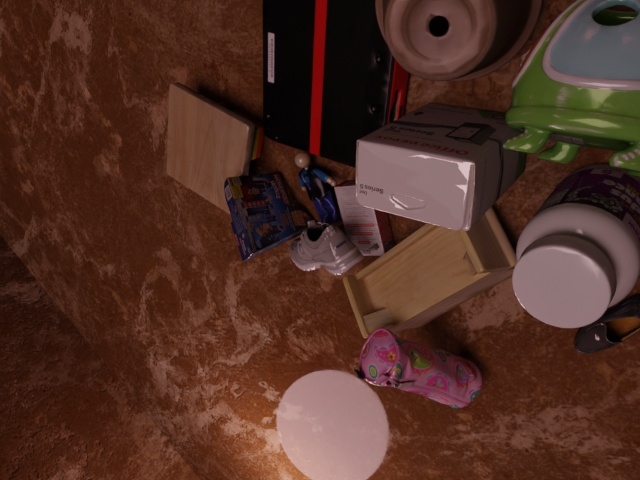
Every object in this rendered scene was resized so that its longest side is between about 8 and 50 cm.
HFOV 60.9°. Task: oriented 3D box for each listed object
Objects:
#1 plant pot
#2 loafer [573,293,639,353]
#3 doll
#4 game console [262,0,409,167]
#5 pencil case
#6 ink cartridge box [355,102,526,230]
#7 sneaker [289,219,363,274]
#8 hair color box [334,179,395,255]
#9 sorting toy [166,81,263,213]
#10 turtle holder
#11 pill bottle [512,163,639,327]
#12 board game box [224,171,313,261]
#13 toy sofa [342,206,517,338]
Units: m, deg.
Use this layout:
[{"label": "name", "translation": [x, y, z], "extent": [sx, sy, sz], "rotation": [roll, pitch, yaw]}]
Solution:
[{"label": "plant pot", "translation": [0.190, -0.345, 0.806], "extent": [0.263, 0.229, 0.263], "rotation": [11, 125, 16]}, {"label": "loafer", "translation": [0.523, 0.162, 0.986], "extent": [0.062, 0.061, 0.170], "rotation": [42, 133, 11]}, {"label": "doll", "translation": [-0.004, -0.118, 1.253], "extent": [0.129, 0.046, 0.189], "rotation": [-9, 109, 56]}, {"label": "game console", "translation": [0.020, -0.350, 1.110], "extent": [0.342, 0.060, 0.386], "rotation": [24, 127, 31]}, {"label": "pencil case", "translation": [0.214, 0.279, 1.159], "extent": [0.284, 0.124, 0.124], "rotation": [24, 145, -32]}, {"label": "ink cartridge box", "translation": [0.211, -0.138, 0.917], "extent": [0.198, 0.273, 0.114], "rotation": [17, 123, 30]}, {"label": "sneaker", "translation": [0.000, 0.000, 1.240], "extent": [0.281, 0.105, 0.115], "rotation": [1, 121, 63]}, {"label": "hair color box", "translation": [0.099, -0.051, 1.208], "extent": [0.093, 0.053, 0.167], "rotation": [0, 113, 39]}, {"label": "sorting toy", "translation": [-0.262, -0.234, 1.365], "extent": [0.255, 0.089, 0.257], "rotation": [31, 130, 21]}, {"label": "turtle holder", "translation": [0.420, -0.207, 0.731], "extent": [0.320, 0.243, 0.227], "rotation": [26, 108, 56]}, {"label": "pill bottle", "translation": [0.401, 0.004, 0.826], "extent": [0.169, 0.301, 0.169], "rotation": [19, 124, 30]}, {"label": "board game box", "translation": [-0.118, -0.062, 1.304], "extent": [0.060, 0.194, 0.194], "rotation": [-37, 68, 52]}, {"label": "toy sofa", "translation": [0.228, 0.065, 1.128], "extent": [0.362, 0.177, 0.150], "rotation": [-41, 61, 44]}]
